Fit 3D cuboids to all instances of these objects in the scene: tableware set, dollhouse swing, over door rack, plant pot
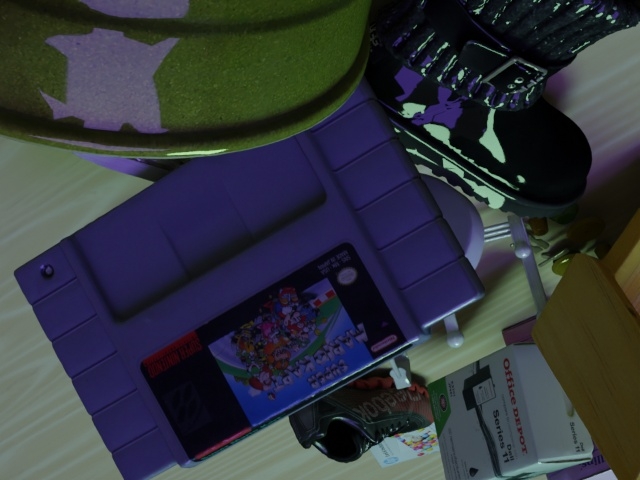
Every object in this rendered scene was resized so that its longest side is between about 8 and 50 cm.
[{"bbox_3d":[0.308,-0.001,1.437,0.104,0.024,0.154,-35,138,29],"label":"tableware set"},{"bbox_3d":[0.480,0.107,1.339,0.347,0.315,0.305,21,122,-43],"label":"dollhouse swing"},{"bbox_3d":[0.170,0.101,1.444,0.240,0.108,0.324,-13,147,13],"label":"over door rack"},{"bbox_3d":[-0.100,-0.294,0.614,0.367,0.366,0.353,2,132,-21],"label":"plant pot"}]

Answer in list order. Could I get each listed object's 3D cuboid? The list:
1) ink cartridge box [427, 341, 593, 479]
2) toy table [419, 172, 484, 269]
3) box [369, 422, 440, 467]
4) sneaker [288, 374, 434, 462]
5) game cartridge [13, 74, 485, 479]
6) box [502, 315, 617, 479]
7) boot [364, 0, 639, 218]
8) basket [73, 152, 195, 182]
[{"bbox_3d":[0.233,0.224,1.466,0.087,0.153,0.208,0,159,-27],"label":"ink cartridge box"},{"bbox_3d":[0.000,0.000,1.125,0.274,0.252,0.161,-25,148,26],"label":"toy table"},{"bbox_3d":[0.162,0.285,1.796,0.186,0.038,0.145,-17,146,8],"label":"box"},{"bbox_3d":[0.060,0.250,1.622,0.276,0.135,0.097,14,136,-37],"label":"sneaker"},{"bbox_3d":[-0.066,0.038,0.989,0.355,0.230,0.068,-31,171,14],"label":"game cartridge"},{"bbox_3d":[0.372,0.244,1.622,0.117,0.242,0.213,-26,145,18],"label":"box"},{"bbox_3d":[0.200,-0.160,1.068,0.348,0.131,0.260,19,135,-38],"label":"boot"},{"bbox_3d":[-0.132,-0.123,1.028,0.167,0.113,0.103,18,132,-39],"label":"basket"}]
